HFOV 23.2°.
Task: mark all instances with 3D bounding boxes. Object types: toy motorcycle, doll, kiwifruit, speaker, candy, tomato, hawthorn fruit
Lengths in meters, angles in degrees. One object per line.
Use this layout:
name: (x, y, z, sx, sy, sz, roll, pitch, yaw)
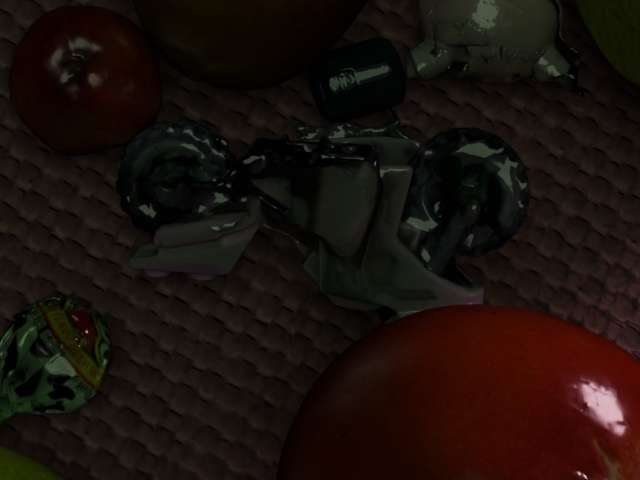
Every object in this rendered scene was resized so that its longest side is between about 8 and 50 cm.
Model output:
toy motorcycle: (0.000, 0.000, 1.238, 0.327, 0.143, 0.188, 2, 108, 7)
doll: (0.143, -0.209, 1.294, 0.149, 0.095, 0.192, -2, 82, -7)
kiwifruit: (-0.048, -0.229, 1.231, 0.196, 0.196, 0.234, 31, 85, -1)
speaker: (0.034, -0.118, 1.302, 0.075, 0.060, 0.094, -16, 121, -6)
candy: (-0.292, 0.157, 1.244, 0.305, 0.083, 0.091, -39, 51, 2)
tomato: (0.113, 0.202, 1.120, 0.321, 0.321, 0.322, 0, 84, -5)
hawthorn fruit: (-0.186, -0.136, 1.249, 0.125, 0.140, 0.125, 5, 51, -6)

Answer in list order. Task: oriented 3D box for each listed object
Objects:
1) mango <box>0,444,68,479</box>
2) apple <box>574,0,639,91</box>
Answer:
mango: (-0.228, 0.267, 1.178, 0.343, 0.156, 0.192, 28, 102, -17)
apple: (0.364, -0.261, 1.194, 0.384, 0.374, 0.374, 40, 83, -1)
